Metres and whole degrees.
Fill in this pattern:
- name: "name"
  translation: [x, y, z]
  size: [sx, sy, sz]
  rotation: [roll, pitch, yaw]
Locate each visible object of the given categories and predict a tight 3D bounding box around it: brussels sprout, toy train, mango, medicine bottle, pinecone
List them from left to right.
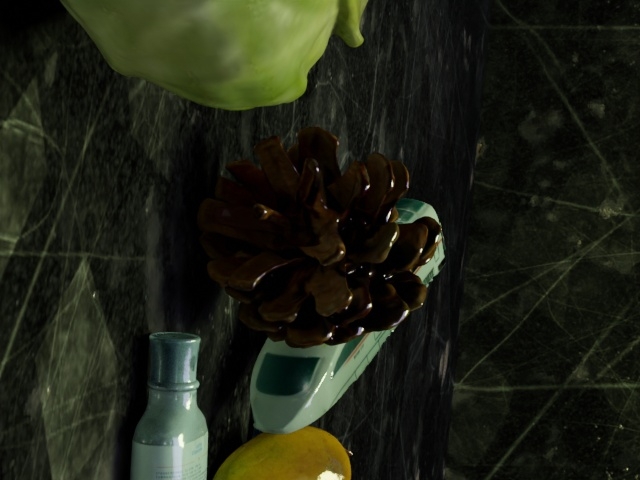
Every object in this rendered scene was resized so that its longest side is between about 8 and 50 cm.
- name: "medicine bottle"
  translation: [-0.123, 0.181, 1.164]
  size: [0.090, 0.053, 0.208]
  rotation: [-13, 106, -75]
- name: "brussels sprout"
  translation: [-0.072, -0.241, 0.838]
  size: [0.328, 0.247, 0.328]
  rotation: [20, 90, -81]
- name: "mango"
  translation: [-0.035, 0.235, 1.418]
  size: [0.187, 0.066, 0.101]
  rotation: [-4, 77, -42]
- name: "pinecone"
  translation: [-0.001, -0.002, 1.275]
  size: [0.201, 0.202, 0.229]
  rotation: [47, 1, -30]
- name: "toy train"
  translation: [0.029, 0.068, 1.501]
  size: [0.407, 0.086, 0.088]
  rotation: [-47, 136, -57]

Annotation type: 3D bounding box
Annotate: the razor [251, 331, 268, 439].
- name: "razor"
  translation: [-0.056, 0.222, 1.490]
  size: [0.056, 0.093, 0.324]
  rotation: [-19, -116, 60]
